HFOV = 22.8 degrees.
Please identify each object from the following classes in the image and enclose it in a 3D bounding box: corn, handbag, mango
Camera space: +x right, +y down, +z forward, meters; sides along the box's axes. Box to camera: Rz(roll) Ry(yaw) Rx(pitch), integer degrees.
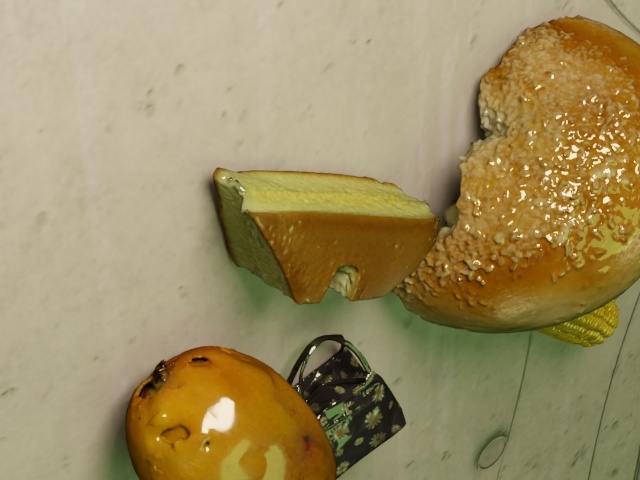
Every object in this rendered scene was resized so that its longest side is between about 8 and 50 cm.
[{"bbox_3d":[0.220,0.048,1.568,0.248,0.081,0.081,24,101,-53],"label":"corn"},{"bbox_3d":[0.008,0.139,1.410,0.115,0.072,0.139,-34,138,-19],"label":"handbag"},{"bbox_3d":[-0.064,0.182,1.291,0.249,0.151,0.156,61,37,-50],"label":"mango"}]

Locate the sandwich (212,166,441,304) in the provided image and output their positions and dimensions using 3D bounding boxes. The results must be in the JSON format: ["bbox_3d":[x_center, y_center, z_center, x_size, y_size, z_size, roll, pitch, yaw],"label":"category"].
[{"bbox_3d":[0.000,0.000,1.262,0.244,0.090,0.088,3,115,-50],"label":"sandwich"}]

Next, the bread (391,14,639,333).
[{"bbox_3d":[0.204,-0.041,1.373,0.314,0.192,0.171,-50,147,-4],"label":"bread"}]
